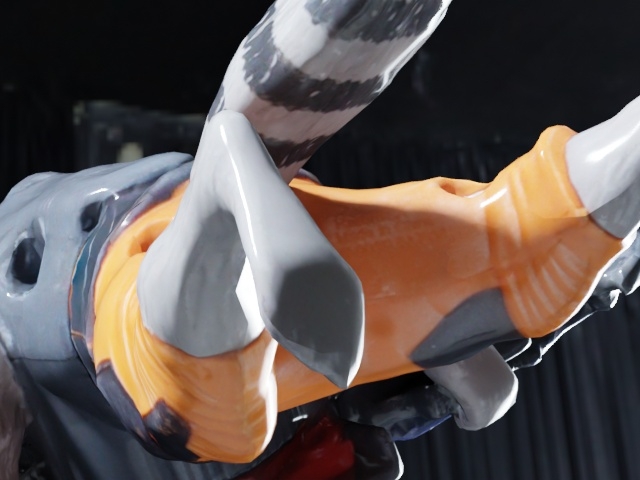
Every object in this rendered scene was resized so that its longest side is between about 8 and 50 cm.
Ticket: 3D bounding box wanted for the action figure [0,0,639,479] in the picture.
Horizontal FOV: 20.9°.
[{"bbox_3d":[0.000,0.000,0.558,0.341,0.178,0.330,-29,5,-38],"label":"action figure"}]
